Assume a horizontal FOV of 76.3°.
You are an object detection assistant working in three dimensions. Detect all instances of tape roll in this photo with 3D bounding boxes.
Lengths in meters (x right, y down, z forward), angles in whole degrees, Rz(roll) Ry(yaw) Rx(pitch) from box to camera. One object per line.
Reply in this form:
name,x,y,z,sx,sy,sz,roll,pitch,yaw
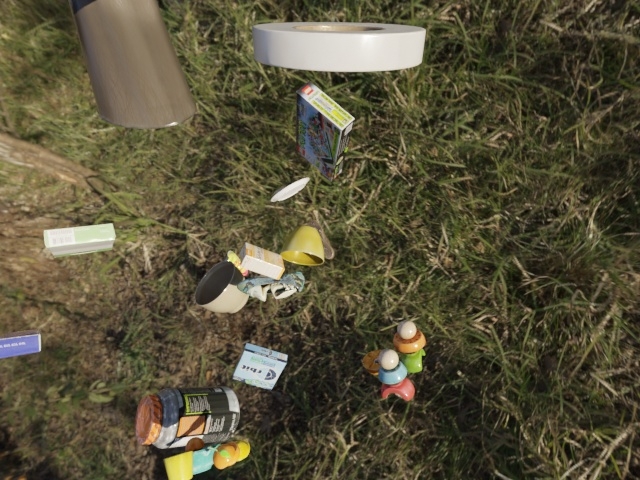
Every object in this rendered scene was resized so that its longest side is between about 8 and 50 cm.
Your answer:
tape roll,0.040,-0.452,0.933,0.393,0.392,0.071,21,126,31

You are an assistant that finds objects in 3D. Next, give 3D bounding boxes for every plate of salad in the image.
plate of salad,-0.140,-0.233,1.815,0.200,0.200,0.048,-33,87,25

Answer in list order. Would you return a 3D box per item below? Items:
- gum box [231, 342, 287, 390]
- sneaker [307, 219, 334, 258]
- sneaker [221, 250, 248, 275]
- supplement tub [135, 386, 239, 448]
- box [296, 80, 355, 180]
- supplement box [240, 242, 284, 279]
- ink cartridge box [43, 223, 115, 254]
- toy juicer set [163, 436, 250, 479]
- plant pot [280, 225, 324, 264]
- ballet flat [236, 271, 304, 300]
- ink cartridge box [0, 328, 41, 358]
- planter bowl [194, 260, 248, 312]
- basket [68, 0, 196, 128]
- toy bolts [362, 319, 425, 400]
gum box,-0.225,0.465,1.497,0.157,0.041,0.184,19,125,-9
sneaker,0.000,0.000,1.754,0.066,0.071,0.188,-28,78,6
sneaker,-0.365,0.106,1.776,0.094,0.208,0.081,27,80,10
supplement tub,-0.467,0.620,1.441,0.194,0.316,0.193,-19,63,43
box,0.003,-0.209,0.818,0.114,0.207,0.036,42,75,10
supplement box,-0.138,0.048,0.962,0.036,0.099,0.062,-59,25,21
ink cartridge box,-0.723,0.002,1.236,0.235,0.171,0.056,-14,86,60
toy juicer set,-0.306,0.582,1.131,0.329,0.210,0.089,116,141,-62
plant pot,-0.049,0.011,1.247,0.134,0.134,0.095,-3,68,31
ballet flat,-0.135,0.128,1.091,0.189,0.070,0.070,-12,79,10
ink cartridge box,-0.946,0.301,1.114,0.307,0.304,0.072,-11,83,56
planter bowl,-0.290,0.158,1.262,0.162,0.109,0.162,-27,38,23
basket,-0.348,-0.344,0.738,0.205,0.226,0.154,13,48,11
toy bolts,0.213,0.362,1.278,0.219,0.228,0.158,-8,112,23
